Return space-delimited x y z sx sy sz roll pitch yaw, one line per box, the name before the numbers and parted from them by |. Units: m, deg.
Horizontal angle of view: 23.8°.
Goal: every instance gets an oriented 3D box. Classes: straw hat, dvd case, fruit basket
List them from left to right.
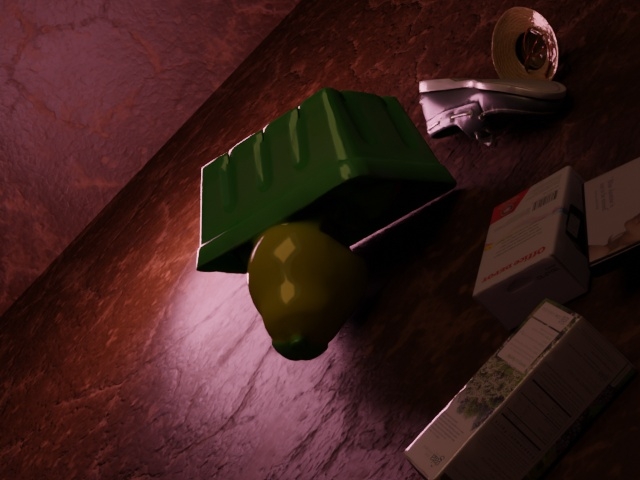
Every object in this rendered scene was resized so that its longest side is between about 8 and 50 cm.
fruit basket | 0.000 0.000 2.243 0.392 0.283 0.392 -2 87 43
straw hat | 0.330 -0.289 2.295 0.061 0.144 0.144 -14 0 -34
dvd case | 0.413 -0.063 1.709 0.253 0.022 0.180 -26 27 22

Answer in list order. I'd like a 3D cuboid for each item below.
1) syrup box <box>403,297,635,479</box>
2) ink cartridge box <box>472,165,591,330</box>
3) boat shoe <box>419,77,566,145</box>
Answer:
syrup box | 0.208 0.183 1.604 0.237 0.096 0.093 -48 18 -3
ink cartridge box | 0.266 0.010 1.851 0.127 0.072 0.175 -31 25 36
boat shoe | 0.256 -0.193 2.269 0.319 0.116 0.099 11 103 59
